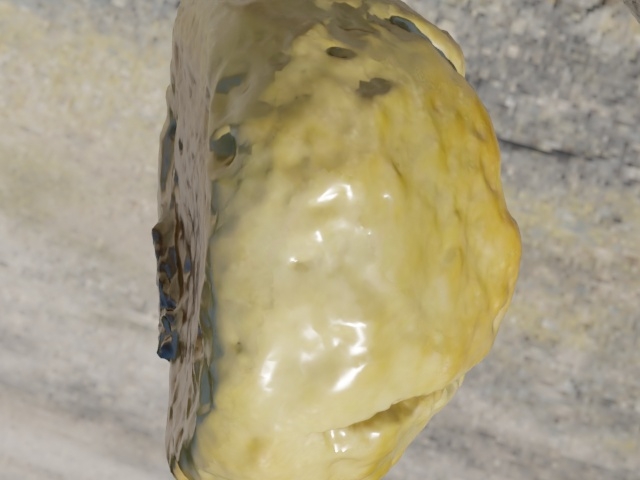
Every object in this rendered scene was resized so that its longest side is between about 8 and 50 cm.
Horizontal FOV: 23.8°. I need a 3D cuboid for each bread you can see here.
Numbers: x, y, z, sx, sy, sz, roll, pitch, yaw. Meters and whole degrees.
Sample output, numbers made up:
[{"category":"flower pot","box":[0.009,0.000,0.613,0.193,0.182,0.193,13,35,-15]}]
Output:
[{"category":"bread","box":[0.000,0.000,0.654,0.134,0.245,0.244,-1,165,-13]}]

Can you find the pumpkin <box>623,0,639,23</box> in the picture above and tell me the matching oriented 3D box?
[{"category":"pumpkin","box":[0.311,-0.080,0.674,0.312,0.169,0.148,-17,-170,10]}]
